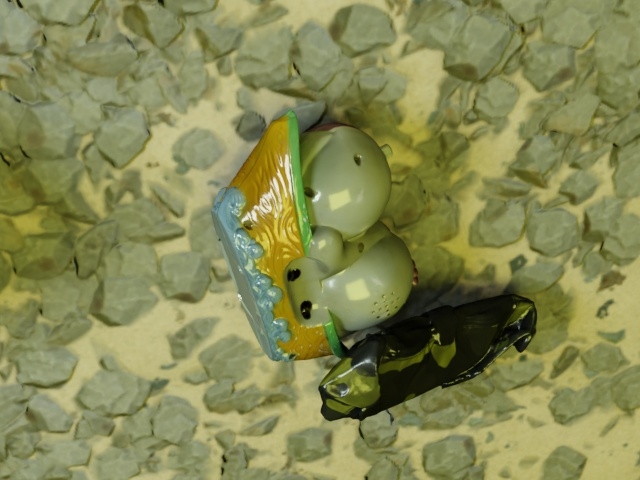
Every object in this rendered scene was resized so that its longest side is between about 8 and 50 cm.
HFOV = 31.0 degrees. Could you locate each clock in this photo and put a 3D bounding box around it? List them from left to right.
[{"bbox_3d":[0.000,0.000,0.883,0.144,0.103,0.231,-26,130,-13],"label":"clock"}]

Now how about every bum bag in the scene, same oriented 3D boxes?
[{"bbox_3d":[0.081,0.096,0.938,0.232,0.060,0.106,-10,146,-43],"label":"bum bag"}]
